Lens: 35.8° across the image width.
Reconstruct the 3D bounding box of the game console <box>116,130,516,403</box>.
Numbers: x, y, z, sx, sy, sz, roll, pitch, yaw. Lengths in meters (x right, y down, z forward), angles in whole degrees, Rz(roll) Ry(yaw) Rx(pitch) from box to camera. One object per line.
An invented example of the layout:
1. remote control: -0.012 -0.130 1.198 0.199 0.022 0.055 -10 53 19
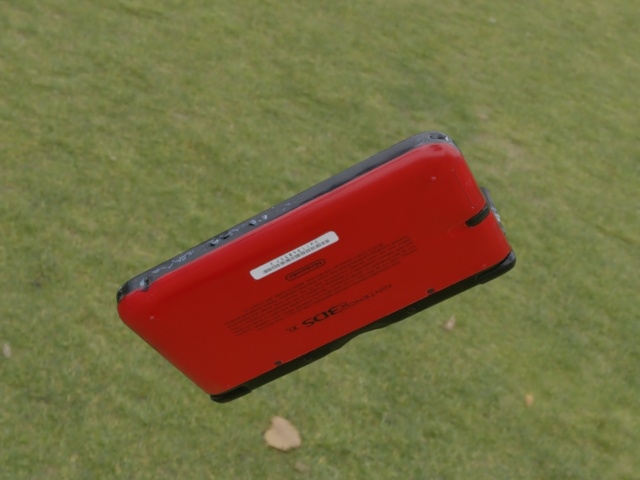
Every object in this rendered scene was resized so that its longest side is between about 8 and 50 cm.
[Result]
1. game console: 0.000 0.000 0.424 0.124 0.144 0.085 52 16 -46
